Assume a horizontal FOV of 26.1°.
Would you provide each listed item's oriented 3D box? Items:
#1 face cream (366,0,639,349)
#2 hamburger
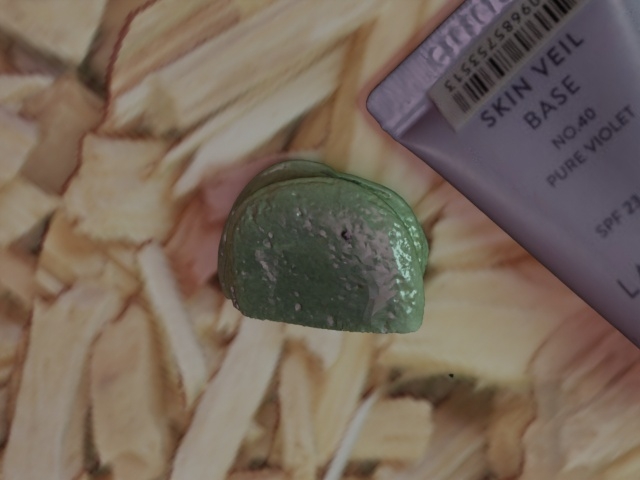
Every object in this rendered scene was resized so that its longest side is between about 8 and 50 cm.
[{"bbox_3d":[0.164,-0.023,0.703,0.274,0.096,0.154,48,112,5],"label":"face cream"},{"bbox_3d":[-0.001,0.001,0.747,0.121,0.054,0.084,3,111,15],"label":"hamburger"}]
